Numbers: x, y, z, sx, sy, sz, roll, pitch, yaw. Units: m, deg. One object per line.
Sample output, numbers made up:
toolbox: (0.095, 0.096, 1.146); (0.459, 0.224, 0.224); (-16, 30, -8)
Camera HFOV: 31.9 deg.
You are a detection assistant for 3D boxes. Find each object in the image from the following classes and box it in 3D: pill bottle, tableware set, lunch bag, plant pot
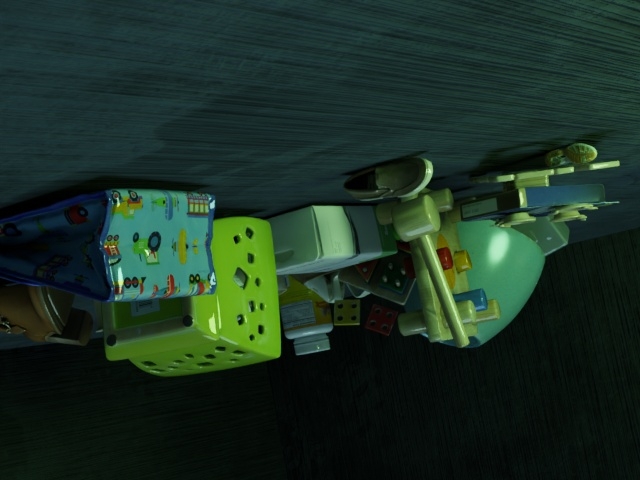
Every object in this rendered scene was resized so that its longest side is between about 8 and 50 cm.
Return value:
pill bottle: (-0.037, 0.159, 2.651); (0.117, 0.214, 0.117); (-10, 174, -1)
tableware set: (0.346, -0.035, 1.744); (0.169, 0.020, 0.141); (-8, 175, 12)
lunch bag: (-0.315, 0.006, 1.441); (0.293, 0.138, 0.221); (0, 180, 29)
plant pot: (0.266, 0.092, 2.150); (0.290, 0.195, 0.290); (16, 161, 6)
plant pot: (-0.210, 0.079, 1.697); (0.227, 0.228, 0.207); (-12, 166, 24)

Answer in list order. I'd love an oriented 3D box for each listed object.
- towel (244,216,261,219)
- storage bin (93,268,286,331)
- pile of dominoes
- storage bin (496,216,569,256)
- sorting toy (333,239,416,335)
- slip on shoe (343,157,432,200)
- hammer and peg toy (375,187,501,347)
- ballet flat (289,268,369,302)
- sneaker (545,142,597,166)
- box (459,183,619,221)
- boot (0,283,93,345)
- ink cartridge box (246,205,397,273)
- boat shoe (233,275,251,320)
towel: (-0.140, -0.025, 1.823); (0.083, 0.009, 0.060); (-14, 173, 28)
storage bin: (-0.242, 0.075, 2.027); (0.260, 0.123, 0.262); (-17, 170, 40)
pile of dominoes: (0.342, -0.090, 1.722); (0.196, 0.040, 0.251); (-7, -177, -1)
storage bin: (0.422, -0.024, 2.198); (0.091, 0.135, 0.098); (-28, -156, 33)
sorting toy: (0.111, 0.037, 2.006); (0.132, 0.274, 0.046); (21, 163, 17)
slip on shoe: (0.091, -0.085, 1.540); (0.135, 0.051, 0.041); (-9, 165, 41)
hammer and peg toy: (0.179, 0.044, 1.806); (0.127, 0.265, 0.361); (-13, 174, 20)
ballet flat: (0.057, 0.066, 2.408); (0.343, 0.124, 0.116); (-15, 172, 35)
sneaker: (0.382, -0.131, 1.689); (0.083, 0.031, 0.037); (-4, -174, 41)
box: (0.349, -0.060, 1.774); (0.225, 0.036, 0.136); (-3, 174, -35)
boot: (-0.531, 0.099, 1.949); (0.220, 0.109, 0.283); (10, 161, 6)
ink cartridge box: (0.000, 0.000, 1.893); (0.160, 0.092, 0.219); (-16, 171, 35)
boat shoe: (-0.215, 0.143, 1.849); (0.226, 0.075, 0.083); (-35, 159, 21)
